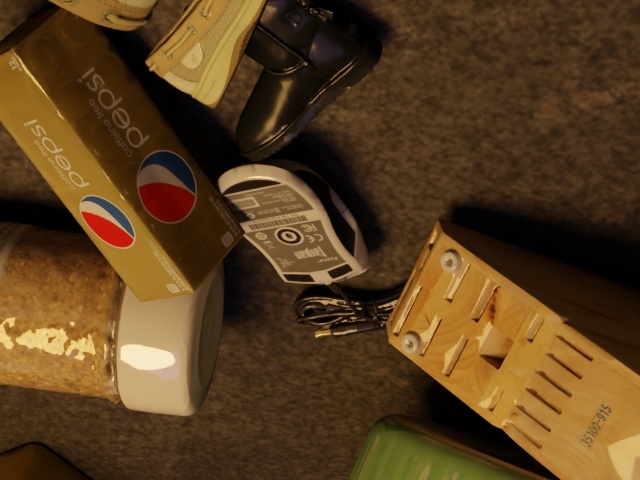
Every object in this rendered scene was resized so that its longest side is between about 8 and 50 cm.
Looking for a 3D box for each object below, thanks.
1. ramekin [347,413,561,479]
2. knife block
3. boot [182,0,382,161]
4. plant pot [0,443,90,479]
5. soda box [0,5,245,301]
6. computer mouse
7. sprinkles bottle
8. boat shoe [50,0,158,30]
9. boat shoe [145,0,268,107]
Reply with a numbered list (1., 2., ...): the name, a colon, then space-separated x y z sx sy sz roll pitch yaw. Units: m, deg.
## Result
1. ramekin: 0.144 0.233 0.868 0.303 0.148 0.303 19 177 1
2. knife block: 0.215 0.087 0.831 0.275 0.242 0.088 37 115 28
3. boot: -0.035 -0.110 0.714 0.099 0.045 0.121 35 125 -26
4. plant pot: -0.278 0.309 1.108 0.212 0.187 0.212 -24 126 31
5. soda box: -0.127 -0.051 0.748 0.058 0.061 0.181 -12 121 45
6. computer mouse: 0.000 0.000 0.827 0.106 0.042 0.193 -8 140 27
7. sprinkles bottle: -0.250 0.041 0.866 0.355 0.121 0.121 7 137 6
8. boat shoe: -0.206 -0.189 0.624 0.285 0.104 0.089 23 133 -13
9. boat shoe: -0.048 -0.134 0.636 0.048 0.056 0.153 26 138 -6
